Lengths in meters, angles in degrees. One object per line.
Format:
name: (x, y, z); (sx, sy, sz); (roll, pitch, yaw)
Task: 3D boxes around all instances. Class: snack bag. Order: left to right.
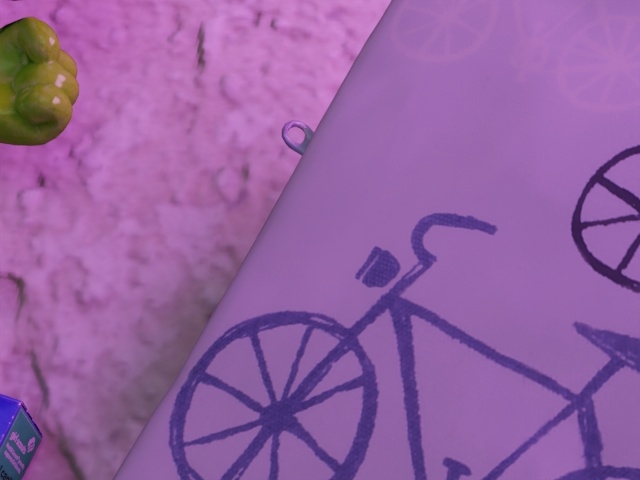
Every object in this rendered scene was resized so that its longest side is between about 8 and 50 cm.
snack bag: (0.105, 0.018, 0.481); (0.323, 0.037, 0.342); (20, 76, 36)

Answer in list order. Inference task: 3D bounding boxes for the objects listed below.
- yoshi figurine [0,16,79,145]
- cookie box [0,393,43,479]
yoshi figurine: (-0.214, -0.103, 0.591); (0.203, 0.203, 0.362); (23, 59, 12)
cookie box: (-0.183, 0.107, 0.553); (0.092, 0.040, 0.107); (17, 62, 12)
